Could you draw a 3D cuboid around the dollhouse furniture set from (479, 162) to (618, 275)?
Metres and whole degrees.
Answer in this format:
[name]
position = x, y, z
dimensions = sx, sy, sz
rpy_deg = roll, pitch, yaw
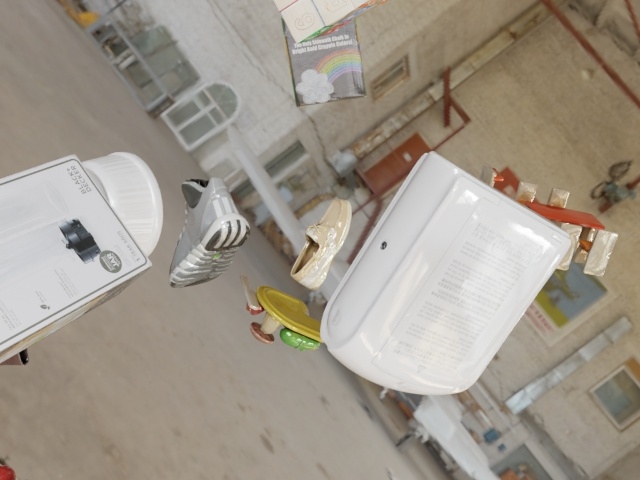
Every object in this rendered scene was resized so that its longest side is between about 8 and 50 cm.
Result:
[dollhouse furniture set]
position = 0.443, -0.060, 1.494
dimensions = 0.259, 0.135, 0.262
rpy_deg = 10, 22, -7

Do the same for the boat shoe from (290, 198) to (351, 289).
[boat shoe]
position = 0.000, 0.000, 1.285
dimensions = 0.059, 0.170, 0.063
rpy_deg = 26, -7, -31

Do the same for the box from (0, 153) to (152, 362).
[box]
position = -0.341, 0.032, 0.781
dimensions = 0.169, 0.087, 0.290
rpy_deg = 54, 37, -1

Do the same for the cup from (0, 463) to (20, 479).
[cup]
position = -0.636, 0.491, 1.250
dimensions = 0.331, 0.237, 0.331
rpy_deg = 48, 34, -48

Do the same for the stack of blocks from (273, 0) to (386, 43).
[stack of blocks]
position = 0.085, -0.340, 0.849
dimensions = 0.087, 0.297, 0.171
rpy_deg = 62, 26, -8

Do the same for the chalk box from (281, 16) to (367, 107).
[chalk box]
position = 0.002, -0.360, 1.343
dimensions = 0.132, 0.133, 0.212
rpy_deg = -96, 177, -76

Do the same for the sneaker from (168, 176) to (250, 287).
[sneaker]
position = -0.180, -0.023, 1.114
dimensions = 0.229, 0.086, 0.132
rpy_deg = -41, -117, 49

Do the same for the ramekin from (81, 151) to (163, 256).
[ramekin]
position = -0.507, -0.074, 1.749
dimensions = 0.127, 0.273, 0.273
rpy_deg = -8, 55, -51

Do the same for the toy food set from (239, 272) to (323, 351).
[toy food set]
position = -0.075, 0.148, 1.327
dimensions = 0.218, 0.071, 0.128
rpy_deg = 29, 15, -34

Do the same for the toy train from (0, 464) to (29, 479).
[toy train]
position = -0.330, 0.287, 0.579
dimensions = 0.105, 0.248, 0.143
rpy_deg = 57, 24, 6

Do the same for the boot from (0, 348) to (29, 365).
[boot]
position = -0.705, 0.151, 1.471
dimensions = 0.090, 0.207, 0.248
rpy_deg = -75, 156, -67

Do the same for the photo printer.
[photo printer]
position = 0.160, 0.066, 0.991
dimensions = 0.256, 0.307, 0.107
rpy_deg = 23, 14, -32
